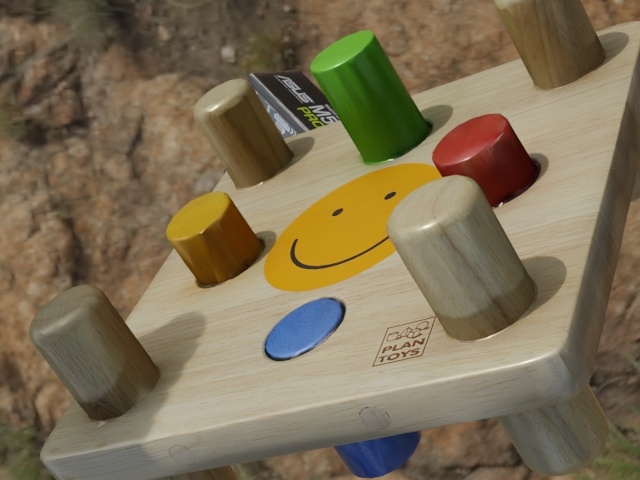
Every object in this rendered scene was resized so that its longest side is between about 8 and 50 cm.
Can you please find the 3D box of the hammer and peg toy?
[{"bbox_3d":[0.062,-0.009,0.538,0.361,0.266,0.127,-15,119,32],"label":"hammer and peg toy"}]

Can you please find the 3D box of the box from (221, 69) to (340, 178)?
[{"bbox_3d":[0.000,0.000,1.166,0.270,0.060,0.216,47,134,37],"label":"box"}]
